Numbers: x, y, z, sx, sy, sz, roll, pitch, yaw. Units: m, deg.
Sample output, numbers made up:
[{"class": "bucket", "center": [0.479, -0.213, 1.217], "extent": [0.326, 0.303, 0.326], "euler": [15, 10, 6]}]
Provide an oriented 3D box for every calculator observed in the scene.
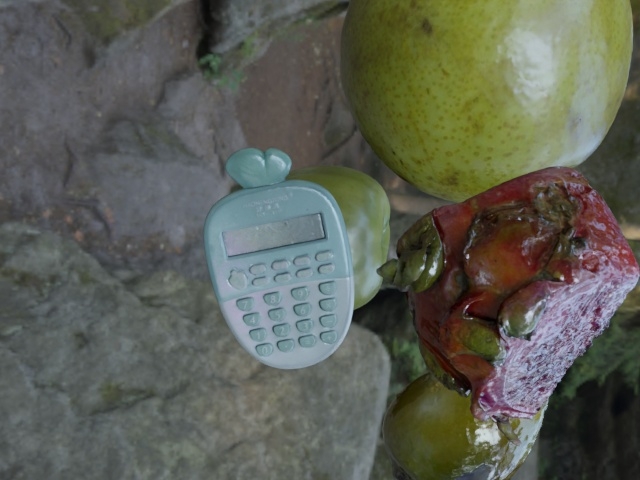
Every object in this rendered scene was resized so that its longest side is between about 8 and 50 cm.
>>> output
[{"class": "calculator", "center": [-0.053, 0.024, 1.020], "extent": [0.042, 0.184, 0.295], "euler": [-96, 175, -79]}]

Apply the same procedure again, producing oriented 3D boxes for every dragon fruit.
[{"class": "dragon fruit", "center": [0.085, 0.035, 0.417], "extent": [0.102, 0.096, 0.147], "euler": [55, -46, 34]}]

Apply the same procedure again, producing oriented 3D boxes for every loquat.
[{"class": "loquat", "center": [0.162, 0.211, 0.889], "extent": [0.152, 0.195, 0.152], "euler": [55, 8, -12]}]

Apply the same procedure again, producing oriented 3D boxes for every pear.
[{"class": "pear", "center": [0.169, -0.180, 0.822], "extent": [0.304, 0.303, 0.304], "euler": [7, 90, -81]}]

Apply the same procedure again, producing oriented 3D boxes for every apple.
[{"class": "apple", "center": [0.000, 0.000, 1.385], "extent": [0.279, 0.279, 0.279], "euler": [7, 90, -81]}]
